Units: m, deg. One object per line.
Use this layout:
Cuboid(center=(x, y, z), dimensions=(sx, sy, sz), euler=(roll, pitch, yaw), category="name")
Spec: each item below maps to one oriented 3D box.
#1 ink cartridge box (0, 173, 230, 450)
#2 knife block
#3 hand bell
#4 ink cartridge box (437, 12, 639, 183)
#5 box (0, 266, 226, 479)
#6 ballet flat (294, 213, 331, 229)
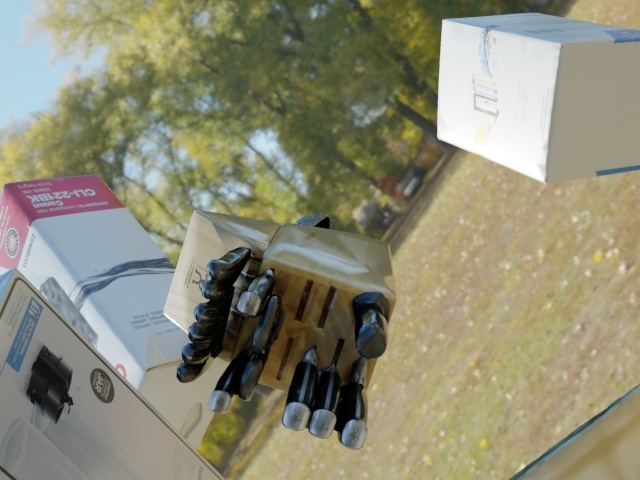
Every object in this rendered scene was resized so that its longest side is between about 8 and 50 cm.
Cuboid(center=(-0.224, 0.094, 0.914), dimensions=(0.114, 0.273, 0.197), euler=(-11, -44, -46), category="ink cartridge box")
Cuboid(center=(0.012, 0.062, 0.650), dimensions=(0.275, 0.242, 0.088), euler=(9, -76, -44), category="knife block")
Cuboid(center=(0.200, 0.203, 0.469), dimensions=(0.126, 0.242, 0.126), euler=(-33, -18, -12), category="hand bell")
Cuboid(center=(0.283, -0.190, 1.169), dimensions=(0.232, 0.171, 0.168), euler=(36, 130, 56), category="ink cartridge box")
Cuboid(center=(-0.177, 0.181, 0.669), dimensions=(0.087, 0.290, 0.169), euler=(-27, 29, 16), category="box")
Cuboid(center=(0.000, 0.000, 1.131), dimensions=(0.049, 0.057, 0.173), euler=(-33, 21, 2), category="ballet flat")
